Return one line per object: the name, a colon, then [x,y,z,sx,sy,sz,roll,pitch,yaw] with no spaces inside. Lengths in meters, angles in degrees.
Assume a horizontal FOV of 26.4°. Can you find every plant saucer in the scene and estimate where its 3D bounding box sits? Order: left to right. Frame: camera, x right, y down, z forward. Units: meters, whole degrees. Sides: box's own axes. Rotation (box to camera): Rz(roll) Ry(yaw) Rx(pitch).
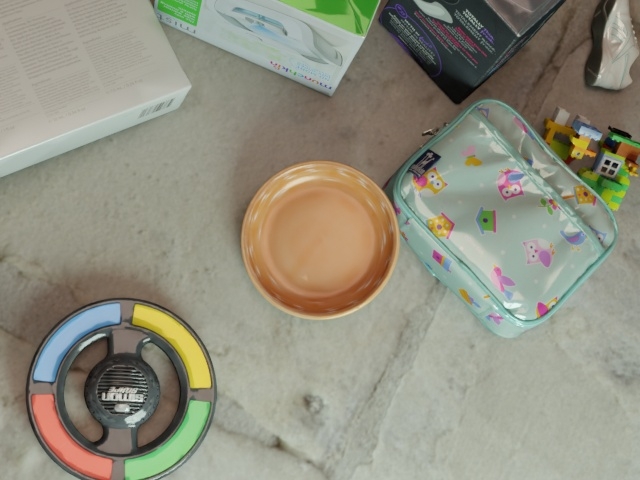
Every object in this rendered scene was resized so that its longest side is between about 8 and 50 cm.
plant saucer: [0.000,0.000,1.713,0.199,0.037,0.200,0,86,4]

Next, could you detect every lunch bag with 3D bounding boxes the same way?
lunch bag: [0.228,-0.038,1.744,0.224,0.108,0.279,-42,88,-15]

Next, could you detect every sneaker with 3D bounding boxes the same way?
sneaker: [0.403,-0.276,1.860,0.061,0.053,0.152,14,82,-16]

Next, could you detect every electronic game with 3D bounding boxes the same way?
electronic game: [-0.239,0.182,1.646,0.229,0.048,0.229,2,78,-10]

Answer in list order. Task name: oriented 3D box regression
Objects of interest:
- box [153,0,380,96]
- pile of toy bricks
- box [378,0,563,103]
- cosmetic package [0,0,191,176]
box: [-0.063,-0.315,1.687,0.262,0.231,0.127,23,75,-5]
pile of toy bricks: [0.387,-0.084,1.796,0.212,0.118,0.105,19,108,-15]
box: [0.201,-0.309,1.712,0.143,0.270,0.165,-42,89,-15]
cosmetic package: [-0.389,-0.234,1.659,0.377,0.097,0.284,-24,85,-22]
